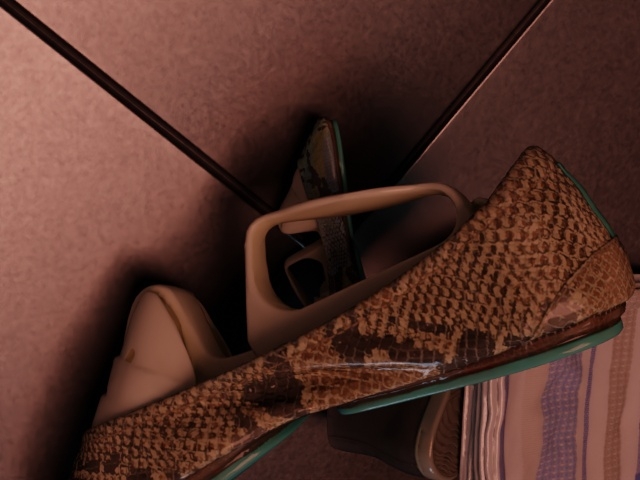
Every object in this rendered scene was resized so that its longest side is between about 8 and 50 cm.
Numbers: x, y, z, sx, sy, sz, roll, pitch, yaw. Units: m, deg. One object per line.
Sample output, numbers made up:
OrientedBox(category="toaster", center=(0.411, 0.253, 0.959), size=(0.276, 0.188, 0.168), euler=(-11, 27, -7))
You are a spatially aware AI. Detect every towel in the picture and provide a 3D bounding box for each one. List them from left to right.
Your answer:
OrientedBox(category="towel", center=(0.216, 0.131, 1.058), size=(0.285, 0.034, 0.209), euler=(-2, 99, -43))

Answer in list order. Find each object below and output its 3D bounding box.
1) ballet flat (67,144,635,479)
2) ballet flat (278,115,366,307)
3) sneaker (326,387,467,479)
OrientedBox(category="ballet flat", center=(-0.023, 0.076, 0.922), size=(0.482, 0.164, 0.182), euler=(-28, 88, 16))
OrientedBox(category="ballet flat", center=(0.000, 0.000, 0.978), size=(0.070, 0.070, 0.188), euler=(-19, 113, -15))
OrientedBox(category="sneaker", center=(0.085, 0.077, 1.038), size=(0.083, 0.118, 0.222), euler=(51, 57, -43))
